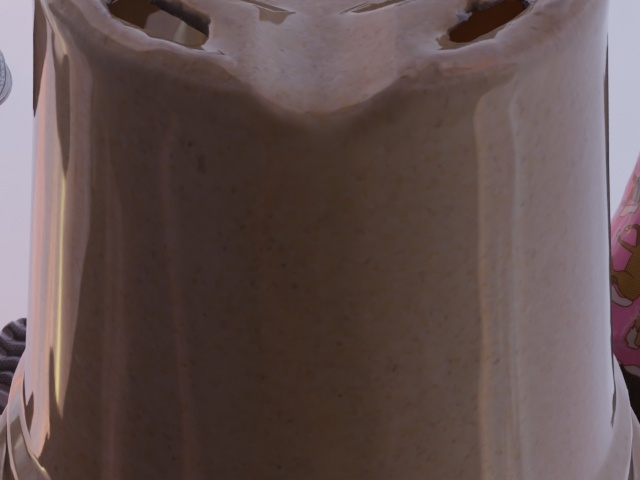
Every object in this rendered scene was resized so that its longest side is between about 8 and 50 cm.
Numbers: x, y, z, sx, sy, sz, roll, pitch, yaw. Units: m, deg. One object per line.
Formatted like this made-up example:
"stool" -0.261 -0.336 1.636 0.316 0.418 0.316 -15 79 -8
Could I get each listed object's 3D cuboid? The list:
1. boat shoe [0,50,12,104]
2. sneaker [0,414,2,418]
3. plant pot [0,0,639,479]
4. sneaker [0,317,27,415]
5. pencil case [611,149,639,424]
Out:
"boat shoe" -0.284 -0.107 0.867 0.219 0.070 0.077 15 -90 -2
"sneaker" -0.170 0.125 0.859 0.121 0.262 0.099 57 -17 5
"plant pot" 0.000 0.000 0.682 0.334 0.334 0.305 18 -47 20
"sneaker" -0.331 0.217 1.537 0.105 0.281 0.115 25 -33 9
"pencil case" 0.306 0.029 1.290 0.167 0.160 0.386 15 -71 -15
